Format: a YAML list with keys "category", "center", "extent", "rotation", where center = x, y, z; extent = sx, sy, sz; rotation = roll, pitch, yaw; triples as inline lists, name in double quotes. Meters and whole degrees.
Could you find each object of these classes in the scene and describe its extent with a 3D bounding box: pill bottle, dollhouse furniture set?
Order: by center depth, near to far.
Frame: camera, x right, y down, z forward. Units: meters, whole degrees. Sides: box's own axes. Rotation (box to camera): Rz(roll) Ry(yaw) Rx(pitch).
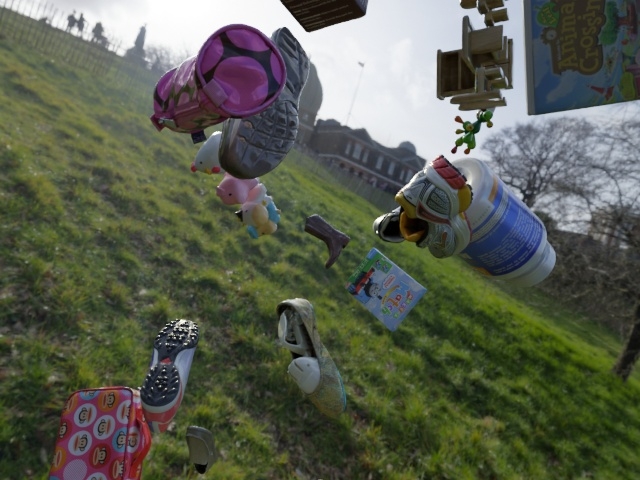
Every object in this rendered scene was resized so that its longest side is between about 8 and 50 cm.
- category: "pill bottle"
  center: [0.319, -0.019, 0.799]
  extent: [0.272, 0.152, 0.152]
  rotation: [35, -7, -27]
- category: "dollhouse furniture set"
  center: [0.296, -0.372, 0.869]
  extent: [0.161, 0.212, 0.242]
  rotation: [2, 6, 29]

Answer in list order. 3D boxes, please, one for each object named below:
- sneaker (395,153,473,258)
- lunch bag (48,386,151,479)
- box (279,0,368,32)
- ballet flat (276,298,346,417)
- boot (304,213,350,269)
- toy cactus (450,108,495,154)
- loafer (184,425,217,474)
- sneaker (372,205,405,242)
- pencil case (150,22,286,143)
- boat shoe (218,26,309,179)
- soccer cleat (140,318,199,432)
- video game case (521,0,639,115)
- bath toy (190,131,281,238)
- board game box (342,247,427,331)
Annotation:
- category: "sneaker"
  center: [0.153, -0.030, 0.605]
  extent: [0.088, 0.092, 0.225]
  rotation: [57, 2, 32]
- category: "lunch bag"
  center: [-0.595, 0.561, 1.190]
  extent: [0.258, 0.293, 0.120]
  rotation: [-7, -28, 8]
- category: "box"
  center: [-0.004, -0.597, 0.914]
  extent: [0.167, 0.168, 0.203]
  rotation: [3, -14, 35]
- category: "ballet flat"
  center: [-0.043, 0.296, 1.112]
  extent: [0.123, 0.123, 0.348]
  rotation: [17, 36, -36]
- category: "boot"
  center: [0.000, 0.000, 0.997]
  extent: [0.114, 0.106, 0.037]
  rotation: [35, -33, 0]
- category: "toy cactus"
  center: [0.500, -0.382, 1.378]
  extent: [0.112, 0.180, 0.219]
  rotation: [36, -16, 12]
- category: "loafer"
  center: [-0.262, 0.461, 0.934]
  extent: [0.056, 0.148, 0.050]
  rotation: [0, 36, 14]
- category: "sneaker"
  center: [0.251, -0.068, 1.159]
  extent: [0.086, 0.226, 0.163]
  rotation: [57, 7, -3]
- category: "pencil case"
  center: [-0.124, -0.165, 0.472]
  extent: [0.209, 0.098, 0.095]
  rotation: [9, -49, 58]
- category: "boat shoe"
  center: [-0.121, -0.255, 0.820]
  extent: [0.130, 0.355, 0.132]
  rotation: [-9, -39, 34]
- category: "soccer cleat"
  center: [-0.379, 0.326, 1.077]
  extent: [0.108, 0.116, 0.318]
  rotation: [7, 27, -9]
- category: "video game case"
  center: [0.347, -0.271, 0.505]
  extent: [0.193, 0.212, 0.023]
  rotation: [-4, 13, 21]
- category: "bath toy"
  center: [-0.232, -0.142, 1.189]
  extent: [0.151, 0.129, 0.348]
  rotation: [60, 2, 39]
- category: "board game box"
  center: [0.192, 0.146, 1.299]
  extent: [0.211, 0.160, 0.039]
  rotation: [41, 7, 32]
